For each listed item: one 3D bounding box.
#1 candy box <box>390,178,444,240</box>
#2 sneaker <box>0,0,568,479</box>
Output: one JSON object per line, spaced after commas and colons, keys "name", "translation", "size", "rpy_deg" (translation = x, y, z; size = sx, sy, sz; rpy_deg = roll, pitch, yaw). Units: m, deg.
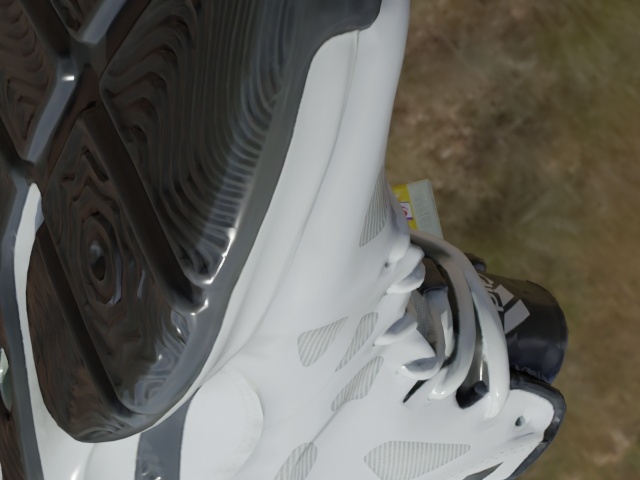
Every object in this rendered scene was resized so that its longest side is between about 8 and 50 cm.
{"name": "candy box", "translation": [-0.006, 0.027, 1.215], "size": [0.206, 0.105, 0.027], "rpy_deg": [-12, 173, -5]}
{"name": "sneaker", "translation": [-0.001, -0.001, 0.640], "size": [0.257, 0.169, 0.447], "rpy_deg": [-14, 151, -27]}
